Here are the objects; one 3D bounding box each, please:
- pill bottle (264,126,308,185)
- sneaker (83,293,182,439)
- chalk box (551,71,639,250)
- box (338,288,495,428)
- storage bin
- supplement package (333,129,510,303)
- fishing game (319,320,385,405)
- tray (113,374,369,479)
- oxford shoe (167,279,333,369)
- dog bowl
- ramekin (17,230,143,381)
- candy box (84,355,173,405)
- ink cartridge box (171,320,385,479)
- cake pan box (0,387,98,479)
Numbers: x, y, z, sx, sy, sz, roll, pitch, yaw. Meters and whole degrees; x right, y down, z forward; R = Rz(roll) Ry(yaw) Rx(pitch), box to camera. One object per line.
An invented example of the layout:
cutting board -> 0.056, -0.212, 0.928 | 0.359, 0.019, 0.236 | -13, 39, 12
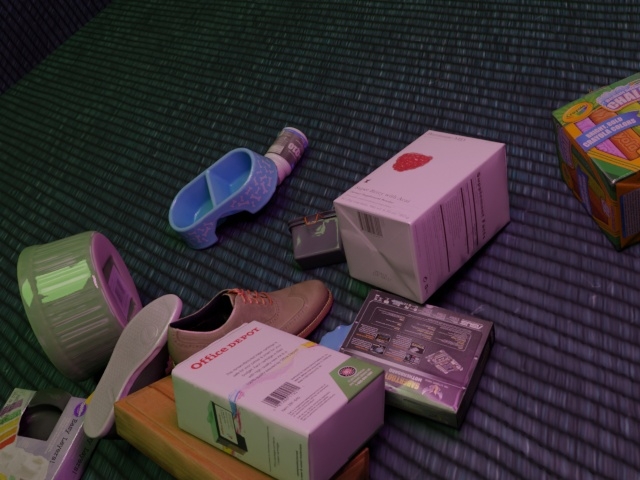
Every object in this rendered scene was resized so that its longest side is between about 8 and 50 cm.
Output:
pill bottle -> -0.093, -0.205, 1.692 | 0.078, 0.078, 0.137 | 9, 56, 34
sneaker -> -0.320, 0.251, 1.322 | 0.104, 0.147, 0.296 | 20, 79, 42
chalk box -> 0.537, -0.162, 1.239 | 0.179, 0.180, 0.289 | -24, 42, 6
box -> 0.156, 0.193, 1.170 | 0.231, 0.056, 0.183 | 13, 55, 26
storage bin -> 0.000, 0.000, 1.447 | 0.135, 0.098, 0.091 | -13, 56, 18
supplement package -> 0.195, -0.055, 1.273 | 0.177, 0.175, 0.293 | 19, 45, 41
fishing game -> 0.075, 0.226, 1.230 | 0.264, 0.041, 0.189 | -37, 51, -15
tray -> -0.142, 0.332, 1.150 | 0.411, 0.076, 0.202 | 19, 29, 38
oxford shoe -> -0.123, 0.142, 1.294 | 0.348, 0.130, 0.123 | -27, 33, -30
dog bowl -> -0.237, -0.105, 1.625 | 0.297, 0.074, 0.166 | -34, 49, 16
ramekin -> -0.485, 0.127, 1.444 | 0.148, 0.303, 0.303 | -22, 43, -3
candy box -> -0.363, 0.268, 1.377 | 0.027, 0.105, 0.206 | 24, 65, 37
ink cartridge box -> -0.067, 0.250, 1.095 | 0.278, 0.117, 0.201 | 15, 27, 34
cake pan box -> -0.573, 0.426, 1.373 | 0.245, 0.070, 0.267 | 3, 51, 28
